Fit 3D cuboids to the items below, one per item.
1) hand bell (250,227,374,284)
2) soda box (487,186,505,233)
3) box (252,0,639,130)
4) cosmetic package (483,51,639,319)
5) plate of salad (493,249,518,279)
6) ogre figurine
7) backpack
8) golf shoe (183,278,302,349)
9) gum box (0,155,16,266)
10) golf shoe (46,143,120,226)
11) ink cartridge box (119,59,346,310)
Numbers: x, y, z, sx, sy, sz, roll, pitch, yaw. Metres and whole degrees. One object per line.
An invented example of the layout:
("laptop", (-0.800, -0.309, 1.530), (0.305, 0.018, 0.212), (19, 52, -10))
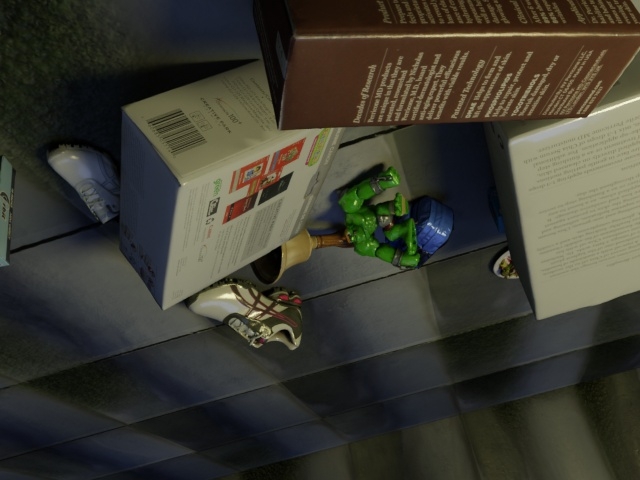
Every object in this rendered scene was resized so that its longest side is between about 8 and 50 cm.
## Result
("hand bell", (0.000, 0.000, 1.158), (0.242, 0.126, 0.126), (-9, 152, -33))
("soda box", (0.426, -0.084, 1.183), (0.210, 0.067, 0.071), (-17, 149, 8))
("box", (0.129, -0.237, 0.693), (0.381, 0.191, 0.143), (-3, 148, -15))
("cosmetic package", (0.408, -0.081, 1.004), (0.230, 0.161, 0.453), (-18, 137, 9))
("plate of salad", (0.497, 0.046, 1.447), (0.200, 0.048, 0.200), (-10, 150, -6))
("ogre figurine", (0.100, -0.031, 1.102), (0.118, 0.097, 0.197), (-4, 145, 25))
("backpack", (0.184, -0.020, 1.169), (0.101, 0.098, 0.120), (25, 138, -19))
("golf shoe", (-0.149, 0.155, 1.317), (0.273, 0.120, 0.105), (11, 144, -33))
("gum box", (-0.508, -0.025, 0.839), (0.184, 0.157, 0.041), (-11, 149, -3))
("golf shoe", (-0.315, -0.071, 0.907), (0.069, 0.086, 0.176), (-23, 147, 21))
("ink cartridge box", (-0.127, -0.079, 0.879), (0.272, 0.130, 0.309), (-29, 160, -32))
